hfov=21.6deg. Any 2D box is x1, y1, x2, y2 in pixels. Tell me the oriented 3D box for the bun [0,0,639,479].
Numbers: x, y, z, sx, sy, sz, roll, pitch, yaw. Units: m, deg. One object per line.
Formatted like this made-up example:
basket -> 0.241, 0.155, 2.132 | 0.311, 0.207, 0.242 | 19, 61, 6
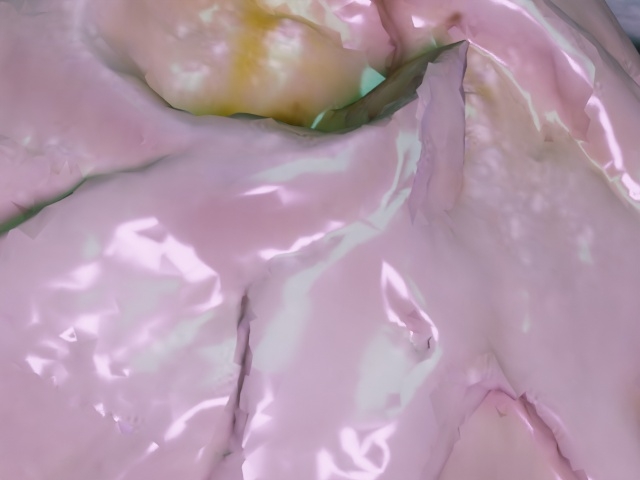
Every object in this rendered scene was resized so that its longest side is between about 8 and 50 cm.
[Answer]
bun -> 0.000, 0.000, 0.544 | 0.365, 0.219, 0.365 | 15, 54, -21
